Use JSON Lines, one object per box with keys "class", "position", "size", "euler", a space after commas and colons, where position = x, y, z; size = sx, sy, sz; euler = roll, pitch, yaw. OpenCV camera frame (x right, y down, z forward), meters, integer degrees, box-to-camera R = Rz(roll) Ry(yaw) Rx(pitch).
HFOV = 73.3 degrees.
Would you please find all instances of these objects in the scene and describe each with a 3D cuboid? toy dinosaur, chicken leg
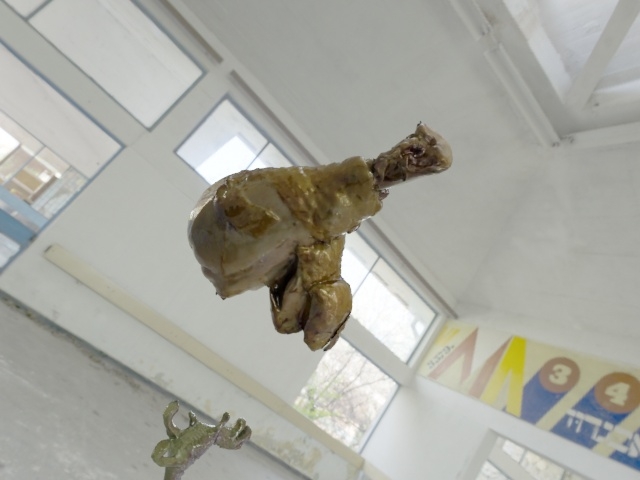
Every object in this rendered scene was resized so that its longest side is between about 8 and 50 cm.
{"class": "toy dinosaur", "position": [-0.242, 0.402, 0.767], "size": [0.072, 0.251, 0.200], "euler": [9, -43, 38]}
{"class": "chicken leg", "position": [0.000, 0.000, 0.592], "size": [0.409, 0.182, 0.295], "euler": [-24, -97, 29]}
